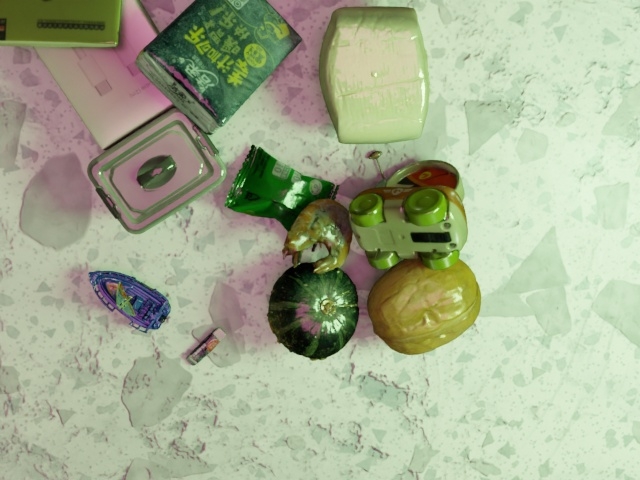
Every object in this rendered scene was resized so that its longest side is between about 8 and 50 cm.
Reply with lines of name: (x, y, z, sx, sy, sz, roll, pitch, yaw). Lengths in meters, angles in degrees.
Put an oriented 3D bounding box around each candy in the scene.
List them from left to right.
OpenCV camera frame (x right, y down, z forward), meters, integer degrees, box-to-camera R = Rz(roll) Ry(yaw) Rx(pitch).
candy: (-0.073, -0.081, 1.462, 0.203, 0.078, 0.141, 25, 98, -14)

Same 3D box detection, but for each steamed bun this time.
steamed bun: (0.097, -0.306, 1.394, 0.200, 0.155, 0.250, -5, 107, -1)

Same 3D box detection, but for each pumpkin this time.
pumpkin: (-0.013, 0.135, 1.467, 0.190, 0.146, 0.190, 8, 63, -16)

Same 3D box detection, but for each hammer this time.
hammer: (0.128, -0.120, 1.502, 0.029, 0.014, 0.123, -19, 103, 10)

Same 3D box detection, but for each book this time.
book: (-0.455, -0.508, 1.308, 0.239, 0.035, 0.352, 2, 81, 4)

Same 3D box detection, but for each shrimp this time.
shrimp: (0.001, -0.002, 1.425, 0.132, 0.052, 0.187, 51, 56, -5)

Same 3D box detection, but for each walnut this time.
walnut: (0.202, 0.122, 1.471, 0.226, 0.193, 0.193, -35, 101, 9)

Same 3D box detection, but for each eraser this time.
eraser: (-0.233, 0.217, 1.530, 0.099, 0.019, 0.027, -44, 100, 3)

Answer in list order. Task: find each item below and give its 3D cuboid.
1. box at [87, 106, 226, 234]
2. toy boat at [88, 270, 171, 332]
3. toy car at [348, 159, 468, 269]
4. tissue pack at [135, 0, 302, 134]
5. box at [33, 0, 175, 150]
box: (-0.301, -0.131, 1.406, 0.227, 0.130, 0.162, -33, 101, 1)
toy boat: (-0.376, 0.113, 1.454, 0.175, 0.110, 0.091, 35, 95, -8)
toy car: (0.176, -0.067, 1.428, 0.235, 0.235, 0.145, -23, 128, 0)
tissue pack: (-0.176, -0.341, 1.345, 0.185, 0.081, 0.257, 44, 64, -14)
box: (-0.379, -0.324, 1.380, 0.203, 0.106, 0.251, -31, 102, 0)
